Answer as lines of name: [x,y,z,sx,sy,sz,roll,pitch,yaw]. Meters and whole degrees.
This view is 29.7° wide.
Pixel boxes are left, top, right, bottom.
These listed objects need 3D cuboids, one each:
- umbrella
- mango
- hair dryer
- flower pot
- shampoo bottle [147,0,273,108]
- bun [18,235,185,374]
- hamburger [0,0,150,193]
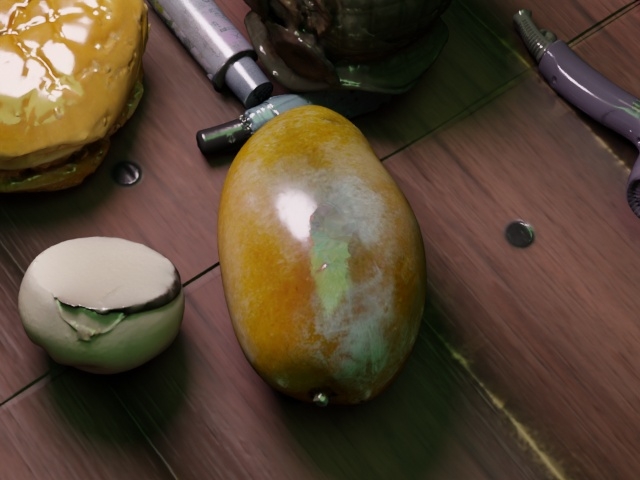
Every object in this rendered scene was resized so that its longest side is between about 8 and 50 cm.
umbrella: [-0.029,-0.152,1.452,0.250,0.053,0.052,-18,67,-16]
mango: [0.000,0.000,1.302,0.221,0.199,0.384,-3,54,1]
hair dryer: [0.392,-0.194,1.496,0.361,0.121,0.301,39,57,20]
flower pot: [0.017,-0.318,1.424,0.301,0.213,0.302,-1,45,1]
shampoo bottle: [-0.137,-0.251,1.487,0.072,0.072,0.214,-32,70,-19]
bun: [-0.231,0.078,1.276,0.172,0.120,0.173,8,28,-4]
hamburger: [-0.352,-0.201,1.392,0.318,0.158,0.319,1,61,-3]
